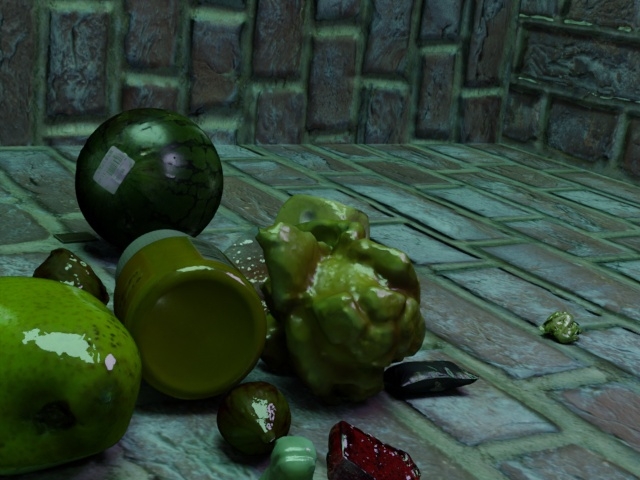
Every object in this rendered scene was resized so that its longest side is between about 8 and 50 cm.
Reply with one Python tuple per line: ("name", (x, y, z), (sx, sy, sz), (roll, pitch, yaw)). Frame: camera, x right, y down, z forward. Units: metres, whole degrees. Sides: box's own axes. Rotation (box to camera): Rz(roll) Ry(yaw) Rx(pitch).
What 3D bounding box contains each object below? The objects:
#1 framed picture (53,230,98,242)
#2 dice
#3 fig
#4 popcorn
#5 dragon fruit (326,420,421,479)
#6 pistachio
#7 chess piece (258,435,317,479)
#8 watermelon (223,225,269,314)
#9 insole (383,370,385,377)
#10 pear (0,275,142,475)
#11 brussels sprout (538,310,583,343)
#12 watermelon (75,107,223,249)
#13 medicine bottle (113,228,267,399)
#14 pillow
("framed picture", (-0.579, -0.007, 2.429), (0.089, 0.007, 0.066), (-6, 20, -36))
("dice", (0.000, 0.000, 2.239), (0.169, 0.169, 0.166), (15, -5, 26))
("fig", (-0.087, 0.262, 1.472), (0.109, 0.103, 0.154), (-25, 18, -19))
("popcorn", (0.032, 0.088, 1.715), (0.289, 0.321, 0.326), (-4, 40, -8))
("dragon fruit", (0.055, 0.320, 1.366), (0.147, 0.096, 0.102), (34, 22, -13))
("pistachio", (-0.467, 0.093, 1.891), (0.165, 0.131, 0.210), (2, 24, -24))
("chess piece", (-0.021, 0.330, 1.117), (0.175, 0.176, 0.298), (2, 15, -14))
("watermelon", (-0.069, 0.080, 2.013), (0.264, 0.151, 0.302), (25, 25, 29))
("insole", (0.070, 0.215, 1.875), (0.065, 0.006, 0.193), (0, 17, -21))
("pear", (-0.388, 0.181, 1.412), (0.342, 0.239, 0.318), (-10, 13, -44))
("brussels sprout", (0.499, 0.175, 2.096), (0.085, 0.058, 0.085), (22, 9, -4))
("watermelon", (-0.391, -0.135, 2.358), (0.363, 0.363, 0.363), (6, 15, -2))
("medicine bottle", (-0.237, 0.107, 1.734), (0.224, 0.225, 0.384), (1, 12, -18))
("pillow", (0.187, 0.234, 1.773), (0.150, 0.048, 0.090), (-2, 22, -20))
